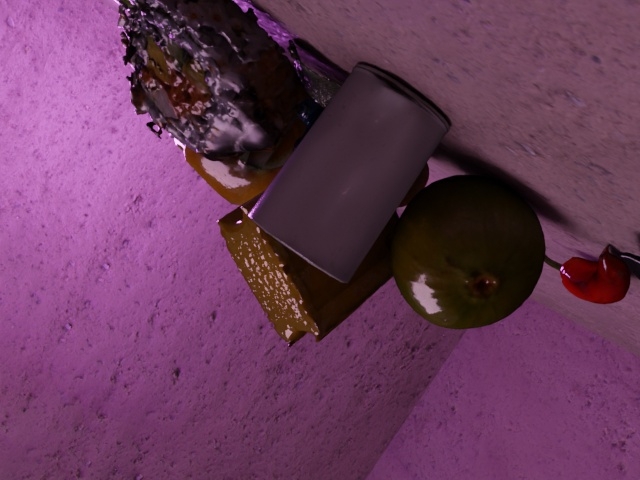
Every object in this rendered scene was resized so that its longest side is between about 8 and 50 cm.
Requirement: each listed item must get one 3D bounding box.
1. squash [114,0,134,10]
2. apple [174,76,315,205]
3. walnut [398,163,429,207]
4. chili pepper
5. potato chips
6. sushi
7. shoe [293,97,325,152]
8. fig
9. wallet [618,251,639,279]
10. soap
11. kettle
[{"bbox_3d":[-0.536,-0.667,1.931,0.293,0.082,0.082,36,-178,5],"label":"squash"},{"bbox_3d":[-0.174,-0.254,1.812,0.384,0.374,0.374,16,-176,-6],"label":"apple"},{"bbox_3d":[0.141,-0.161,1.643,0.197,0.165,0.165,43,-177,12],"label":"walnut"},{"bbox_3d":[0.555,0.065,1.528,0.137,0.092,0.368,53,175,2],"label":"chili pepper"},{"bbox_3d":[0.016,-0.298,1.452,0.228,0.059,0.167,33,172,-18],"label":"potato chips"},{"bbox_3d":[-0.233,-0.342,1.487,0.418,0.176,0.417,29,146,22],"label":"sushi"},{"bbox_3d":[-0.008,-0.245,1.570,0.106,0.207,0.091,38,142,-12],"label":"shoe"},{"bbox_3d":[0.279,0.006,1.478,0.316,0.316,0.316,34,-178,-1],"label":"fig"},{"bbox_3d":[0.605,0.096,1.210,0.247,0.041,0.323,36,-174,32],"label":"wallet"},{"bbox_3d":[0.000,0.000,1.510,0.156,0.335,0.293,-24,101,53],"label":"soap"},{"bbox_3d":[0.063,-0.103,1.292,0.205,0.318,0.265,34,-178,42],"label":"kettle"}]
